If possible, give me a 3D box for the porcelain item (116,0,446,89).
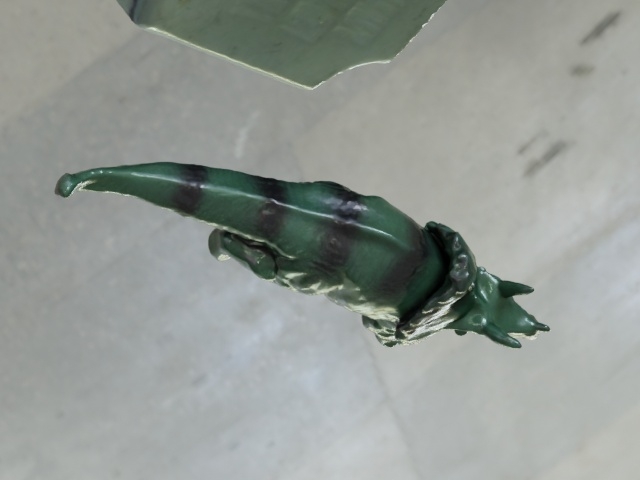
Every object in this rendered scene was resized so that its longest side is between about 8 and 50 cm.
[{"bbox_3d":[-0.011,-0.258,1.092,0.281,0.157,0.286,13,126,-50],"label":"porcelain item"}]

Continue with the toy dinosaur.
[{"bbox_3d":[-0.003,0.002,0.919,0.120,0.292,0.079,150,-41,-80],"label":"toy dinosaur"}]
